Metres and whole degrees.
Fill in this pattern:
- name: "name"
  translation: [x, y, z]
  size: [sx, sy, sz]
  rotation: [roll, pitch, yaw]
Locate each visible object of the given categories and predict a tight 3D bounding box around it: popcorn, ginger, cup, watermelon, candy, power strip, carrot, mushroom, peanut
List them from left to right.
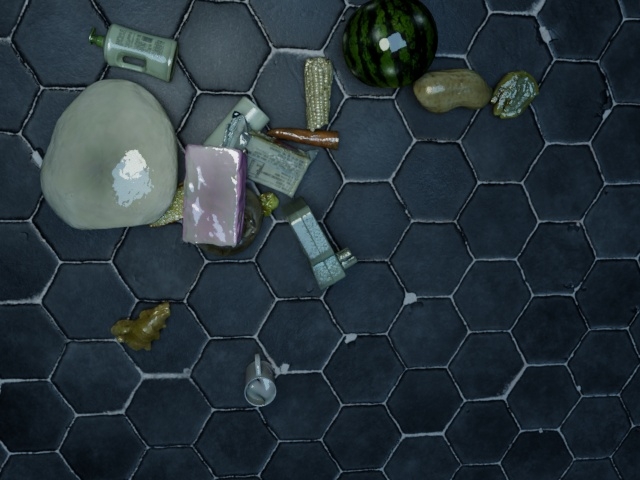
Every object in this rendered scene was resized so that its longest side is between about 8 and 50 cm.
- name: "candy"
  translation: [-0.579, -0.231, 1.591]
  size: [0.385, 0.186, 0.428]
  rotation: [10, 90, 2]
- name: "ginger"
  translation: [-0.542, 0.275, 1.787]
  size: [0.205, 0.081, 0.115]
  rotation: [-25, 73, 8]
- name: "candy"
  translation: [-0.279, -0.120, 1.532]
  size: [0.155, 0.116, 0.265]
  rotation: [5, 101, 1]
- name: "mushroom"
  translation: [-0.270, -0.054, 1.682]
  size: [0.226, 0.178, 0.227]
  rotation: [-20, 133, -23]
- name: "cup"
  translation: [-0.186, 0.437, 1.840]
  size: [0.099, 0.133, 0.136]
  rotation: [22, 99, -10]
- name: "popcorn"
  translation: [-0.160, -0.109, 1.755]
  size: [0.068, 0.060, 0.083]
  rotation: [12, 110, -10]
- name: "carrot"
  translation: [-0.054, -0.314, 1.729]
  size: [0.224, 0.057, 0.057]
  rotation: [7, 102, -4]
- name: "power strip"
  translation: [0.000, 0.000, 1.711]
  size: [0.141, 0.229, 0.261]
  rotation: [-29, 104, -1]
- name: "watermelon"
  translation: [0.193, -0.550, 1.602]
  size: [0.268, 0.269, 0.269]
  rotation: [-2, 103, -7]
- name: "peanut"
  translation: [0.395, -0.444, 1.716]
  size: [0.252, 0.137, 0.122]
  rotation: [-5, 59, -6]

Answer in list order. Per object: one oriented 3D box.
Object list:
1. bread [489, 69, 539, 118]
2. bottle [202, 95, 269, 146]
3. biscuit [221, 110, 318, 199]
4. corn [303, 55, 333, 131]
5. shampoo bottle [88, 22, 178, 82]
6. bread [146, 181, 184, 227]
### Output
- name: "bread"
  translation: [0.589, -0.442, 1.766]
  size: [0.117, 0.064, 0.156]
  rotation: [36, 95, -12]
- name: "bottle"
  translation: [-0.262, -0.294, 1.676]
  size: [0.104, 0.104, 0.245]
  rotation: [41, 94, -14]
- name: "biscuit"
  translation: [-0.154, -0.232, 1.658]
  size: [0.308, 0.079, 0.186]
  rotation: [18, 108, -35]
- name: "corn"
  translation: [-0.003, -0.429, 1.691]
  size: [0.086, 0.087, 0.211]
  rotation: [-3, 107, -6]
- name: "shampoo bottle"
  translation: [-0.520, -0.526, 1.599]
  size: [0.234, 0.087, 0.118]
  rotation: [14, 100, -10]
- name: "bread"
  translation: [-0.445, -0.105, 1.722]
  size: [0.187, 0.065, 0.103]
  rotation: [-15, 110, -2]
